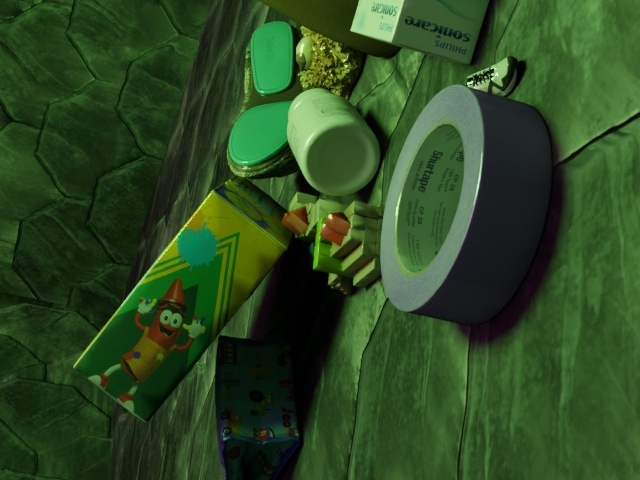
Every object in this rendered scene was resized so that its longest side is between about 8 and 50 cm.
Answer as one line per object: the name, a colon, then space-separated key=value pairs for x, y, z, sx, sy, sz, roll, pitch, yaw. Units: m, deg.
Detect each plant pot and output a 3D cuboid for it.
plant pot: x=0.008 y=-0.434 z=1.701 sx=0.237 sy=0.254 sz=0.237 roll=-20 pitch=67 yaw=59

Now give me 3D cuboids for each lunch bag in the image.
lunch bag: x=-0.136 y=0.349 z=1.904 sx=0.293 sy=0.138 sz=0.221 roll=106 pitch=163 yaw=-44

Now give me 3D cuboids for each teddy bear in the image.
teddy bear: x=0.005 y=-0.409 z=2.013 sx=0.245 sy=0.113 sz=0.338 roll=124 pitch=154 yaw=-55

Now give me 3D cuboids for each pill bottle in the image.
pill bottle: x=0.013 y=-0.173 z=1.771 sx=0.229 sy=0.131 sz=0.131 roll=-114 pitch=40 yaw=-63

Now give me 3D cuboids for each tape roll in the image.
tape roll: x=0.165 y=-0.041 z=1.257 sx=0.275 sy=0.090 sz=0.275 roll=-168 pitch=90 yaw=-73

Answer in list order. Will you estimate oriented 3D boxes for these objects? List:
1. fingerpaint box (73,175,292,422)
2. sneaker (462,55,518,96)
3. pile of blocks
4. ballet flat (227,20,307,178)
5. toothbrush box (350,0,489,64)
fingerpaint box: x=-0.217 y=0.081 z=1.886 sx=0.371 sy=0.163 sz=0.445 roll=-51 pitch=4 yaw=5
sneaker: x=0.207 y=-0.195 z=1.315 sx=0.109 sy=0.043 sz=0.040 roll=135 pitch=146 yaw=-57
pile of blocks: x=0.000 y=0.000 z=1.717 sx=0.362 sy=0.112 sz=0.149 roll=-167 pitch=90 yaw=-74
ballet flat: x=-0.083 y=-0.244 z=2.127 sx=0.483 sy=0.164 sz=0.182 roll=-88 pitch=-14 yaw=-45
toothbrush box: x=0.163 y=-0.411 z=1.480 sx=0.216 sy=0.126 sz=0.296 roll=-129 pitch=53 yaw=-69
